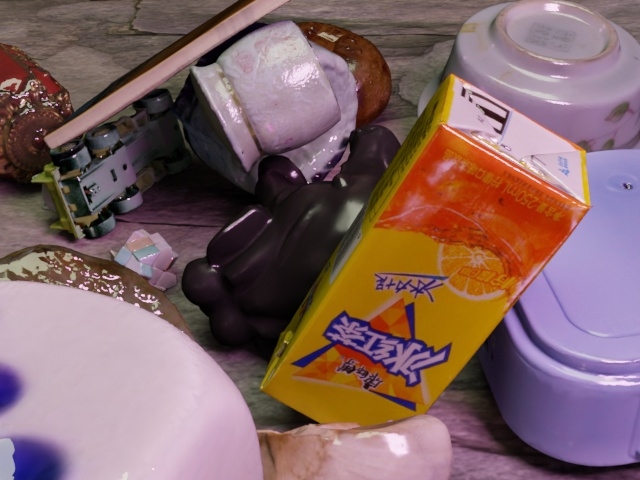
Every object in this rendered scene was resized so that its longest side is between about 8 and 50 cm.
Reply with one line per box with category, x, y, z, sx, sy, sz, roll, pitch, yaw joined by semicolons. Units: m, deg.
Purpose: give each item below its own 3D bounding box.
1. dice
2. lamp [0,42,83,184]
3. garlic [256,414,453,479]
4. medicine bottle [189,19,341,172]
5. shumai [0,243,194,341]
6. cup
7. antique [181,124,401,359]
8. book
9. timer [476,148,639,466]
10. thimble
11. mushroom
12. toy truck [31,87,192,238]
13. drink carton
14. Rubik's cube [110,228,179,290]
dice;-0.225;0.229;0.795;0.304;0.304;0.277;9;36;18
lamp;-0.465;-0.193;1.561;0.177;0.177;0.274;-25;39;-28
garlic;0.014;0.226;0.936;0.229;0.178;0.143;-20;70;29
medicine bottle;-0.067;-0.169;1.258;0.143;0.147;0.147;-29;38;-4
shumai;-0.255;0.142;1.108;0.222;0.204;0.272;-27;76;-27
cup;0.318;-0.229;1.501;0.347;0.163;0.347;3;43;-3
antique;0.000;0.000;1.206;0.322;0.185;0.255;-14;28;33
book;-0.169;-0.253;1.376;0.373;0.028;0.262;-29;17;20
timer;0.338;0.054;1.116;0.394;0.173;0.395;-1;39;1
thimble;-0.074;-0.173;1.443;0.237;0.237;0.150;-28;42;-32
mushroom;-0.007;-0.251;1.628;0.231;0.138;0.194;10;37;18
toy truck;-0.298;-0.115;1.474;0.135;0.128;0.259;4;33;35
drink carton;0.090;0.037;0.989;0.154;0.351;0.111;29;33;-5
Rubik's cube;-0.215;0.022;1.304;0.075;0.073;0.084;24;45;33
